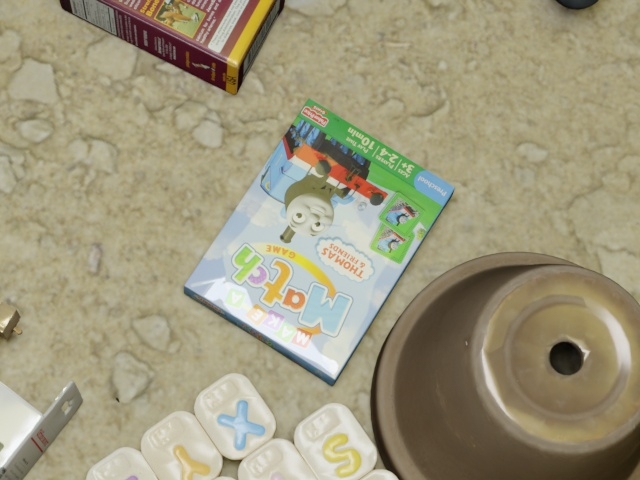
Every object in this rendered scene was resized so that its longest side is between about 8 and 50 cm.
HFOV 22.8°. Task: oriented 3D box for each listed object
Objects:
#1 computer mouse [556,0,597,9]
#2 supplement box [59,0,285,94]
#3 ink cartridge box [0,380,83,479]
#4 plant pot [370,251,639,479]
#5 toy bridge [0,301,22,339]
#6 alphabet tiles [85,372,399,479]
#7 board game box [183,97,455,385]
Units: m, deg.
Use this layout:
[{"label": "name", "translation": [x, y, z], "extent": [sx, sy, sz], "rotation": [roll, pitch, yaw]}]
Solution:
[{"label": "computer mouse", "translation": [0.234, -0.334, 1.495], "extent": [0.071, 0.041, 0.242], "rotation": [-5, 77, -3]}, {"label": "supplement box", "translation": [-0.137, -0.229, 1.465], "extent": [0.188, 0.081, 0.104], "rotation": [27, 75, 3]}, {"label": "ink cartridge box", "translation": [-0.281, 0.180, 1.333], "extent": [0.060, 0.104, 0.180], "rotation": [35, 75, 7]}, {"label": "plant pot", "translation": [0.183, 0.118, 1.320], "extent": [0.263, 0.229, 0.263], "rotation": [1, 75, -5]}, {"label": "toy bridge", "translation": [-0.343, 0.037, 1.387], "extent": [0.188, 0.063, 0.026], "rotation": [28, 75, 5]}, {"label": "alphabet tiles", "translation": [-0.061, 0.266, 1.346], "extent": [0.284, 0.021, 0.278], "rotation": [-34, 80, -3]}, {"label": "board game box", "translation": [0.000, 0.000, 1.435], "extent": [0.160, 0.039, 0.211], "rotation": [31, 76, 4]}]
